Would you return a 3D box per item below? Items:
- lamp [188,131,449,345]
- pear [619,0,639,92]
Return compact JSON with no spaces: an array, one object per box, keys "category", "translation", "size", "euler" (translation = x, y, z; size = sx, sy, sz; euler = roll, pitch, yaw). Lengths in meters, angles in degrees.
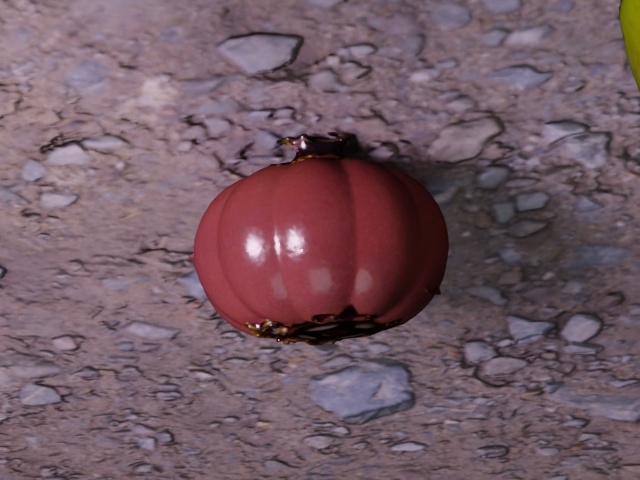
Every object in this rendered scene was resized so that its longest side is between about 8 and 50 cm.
[{"category":"lamp","translation":[0.000,0.000,1.265],"size":[0.182,0.140,0.182],"euler":[-3,165,-1]},{"category":"pear","translation":[0.386,-0.082,1.117],"size":[0.399,0.165,0.399],"euler":[-1,146,-1]}]
